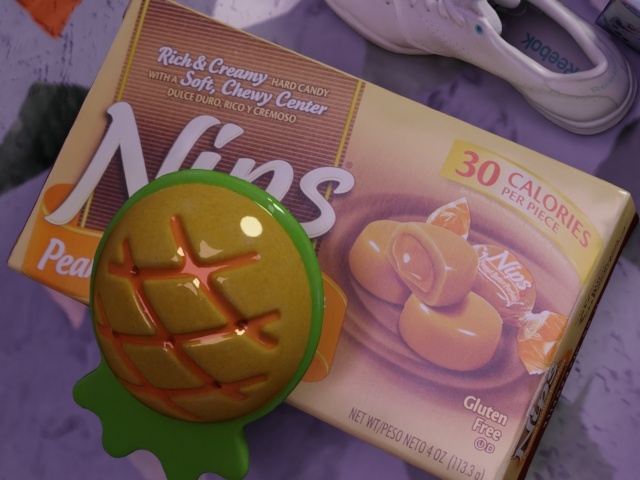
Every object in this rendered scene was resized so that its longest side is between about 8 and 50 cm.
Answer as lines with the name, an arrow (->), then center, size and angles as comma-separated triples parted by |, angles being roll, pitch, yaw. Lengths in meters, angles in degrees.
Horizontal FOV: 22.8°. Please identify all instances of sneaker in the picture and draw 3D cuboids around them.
sneaker -> 0.084, -0.138, 0.913 | 0.212, 0.094, 0.080 | 28, 89, 18

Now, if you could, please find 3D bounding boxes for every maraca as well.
maraca -> -0.067, 0.049, 0.830 | 0.127, 0.099, 0.186 | 26, 117, 11

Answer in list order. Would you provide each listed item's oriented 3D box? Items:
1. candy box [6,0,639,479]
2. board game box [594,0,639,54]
candy box -> 0.000, 0.000, 0.912 | 0.316, 0.087, 0.183 | 24, 87, 18
board game box -> 0.198, -0.108, 0.868 | 0.090, 0.090, 0.020 | 35, 90, 2
